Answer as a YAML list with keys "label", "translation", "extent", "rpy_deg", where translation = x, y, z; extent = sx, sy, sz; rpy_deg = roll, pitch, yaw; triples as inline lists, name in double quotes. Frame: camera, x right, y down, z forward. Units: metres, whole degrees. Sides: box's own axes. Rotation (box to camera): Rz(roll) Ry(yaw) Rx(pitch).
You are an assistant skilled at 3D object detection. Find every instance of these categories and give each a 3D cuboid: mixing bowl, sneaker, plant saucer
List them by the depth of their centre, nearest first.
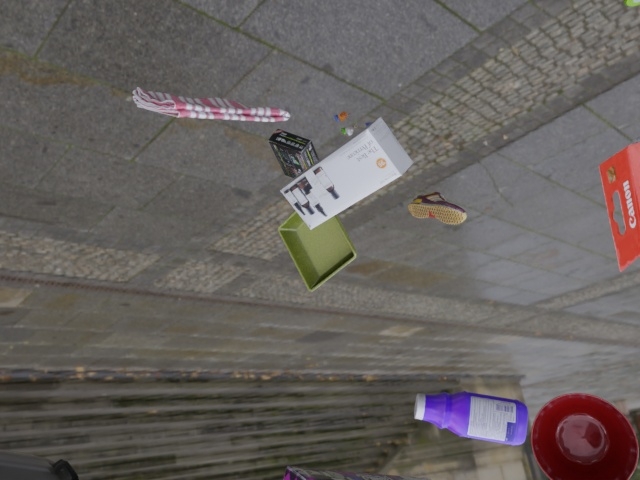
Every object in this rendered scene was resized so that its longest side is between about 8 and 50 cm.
- label: "mixing bowl"
  translation: [0.501, 0.384, 1.123]
  extent: [0.182, 0.181, 0.098]
  rpy_deg: [-17, 162, 18]
- label: "plant saucer"
  translation: [0.000, 0.000, 1.409]
  extent: [0.045, 0.188, 0.188]
  rpy_deg: [-12, 159, -46]
- label: "sneaker"
  translation: [0.345, -0.103, 1.682]
  extent: [0.186, 0.084, 0.069]
  rpy_deg: [15, 142, 40]

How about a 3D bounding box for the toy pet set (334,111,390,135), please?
- label: "toy pet set"
  translation: [0.097, -0.225, 1.228]
  extent: [0.065, 0.122, 0.114]
  rpy_deg: [-32, -165, -7]

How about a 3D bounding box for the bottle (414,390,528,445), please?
- label: "bottle"
  translation: [0.391, 0.457, 1.537]
  extent: [0.283, 0.118, 0.092]
  rpy_deg: [7, 168, 5]

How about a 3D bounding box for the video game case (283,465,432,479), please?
- label: "video game case"
  translation: [0.028, 0.366, 0.619]
  extent: [0.210, 0.231, 0.042]
  rpy_deg: [21, 170, -34]

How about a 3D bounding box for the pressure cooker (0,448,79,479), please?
- label: "pressure cooker"
  translation: [-0.559, 0.501, 0.897]
  extent: [0.370, 0.375, 0.420]
  rpy_deg: [14, 161, 30]

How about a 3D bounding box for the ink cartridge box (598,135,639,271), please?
- label: "ink cartridge box"
  translation: [0.544, -0.079, 0.929]
  extent: [0.232, 0.189, 0.066]
  rpy_deg: [-31, -160, -32]

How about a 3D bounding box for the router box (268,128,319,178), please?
- label: "router box"
  translation: [-0.049, -0.175, 1.253]
  extent: [0.092, 0.038, 0.122]
  rpy_deg: [25, 159, 29]

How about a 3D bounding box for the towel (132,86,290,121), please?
- label: "towel"
  translation: [-0.161, -0.202, 0.878]
  extent: [0.197, 0.029, 0.144]
  rpy_deg: [-7, -159, -40]

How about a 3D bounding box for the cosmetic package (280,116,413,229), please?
- label: "cosmetic package"
  translation: [0.040, -0.112, 1.041]
  extent: [0.239, 0.099, 0.060]
  rpy_deg: [-30, -167, 43]

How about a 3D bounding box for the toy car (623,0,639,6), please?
- label: "toy car"
  translation: [0.624, -0.599, 1.188]
  extent: [0.189, 0.154, 0.149]
  rpy_deg: [8, 156, -34]
